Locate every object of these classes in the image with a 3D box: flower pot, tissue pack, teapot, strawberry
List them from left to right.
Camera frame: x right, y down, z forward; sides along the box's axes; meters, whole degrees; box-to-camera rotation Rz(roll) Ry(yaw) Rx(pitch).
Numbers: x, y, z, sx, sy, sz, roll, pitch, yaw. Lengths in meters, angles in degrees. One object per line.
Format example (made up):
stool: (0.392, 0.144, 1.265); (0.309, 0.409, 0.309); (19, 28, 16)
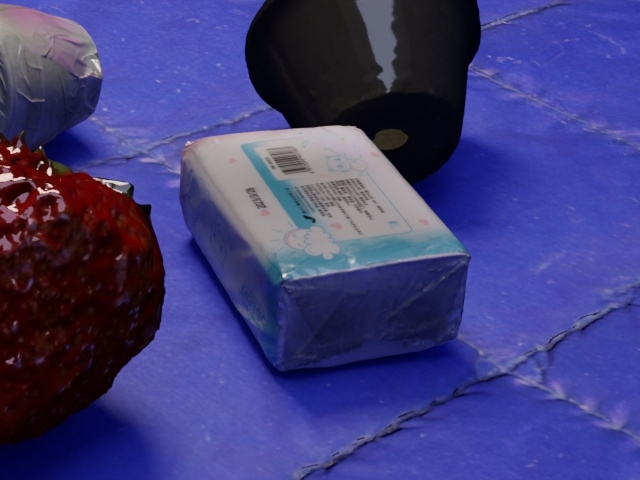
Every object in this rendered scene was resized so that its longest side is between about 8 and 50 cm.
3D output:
strawberry: (-0.267, 0.058, 1.449); (0.257, 0.257, 0.277); (13, 61, 9)
teapot: (-0.339, -0.159, 1.904); (0.178, 0.221, 0.163); (-12, 74, -47)
tissue pack: (-0.002, 0.000, 1.700); (0.201, 0.124, 0.271); (-5, 34, -23)
flower pot: (0.060, -0.161, 1.914); (0.269, 0.269, 0.166); (-1, 54, -16)
